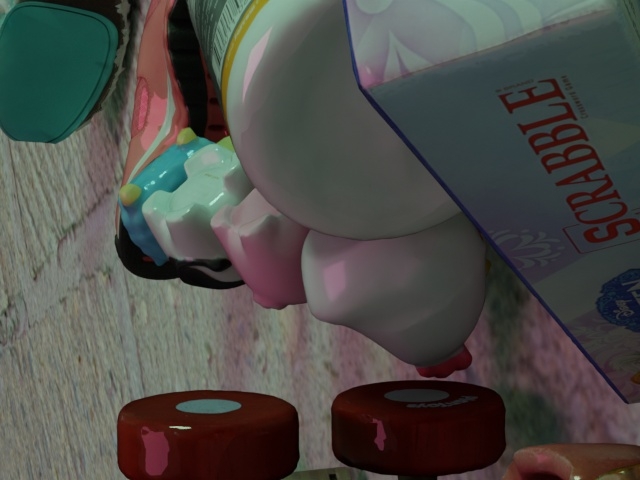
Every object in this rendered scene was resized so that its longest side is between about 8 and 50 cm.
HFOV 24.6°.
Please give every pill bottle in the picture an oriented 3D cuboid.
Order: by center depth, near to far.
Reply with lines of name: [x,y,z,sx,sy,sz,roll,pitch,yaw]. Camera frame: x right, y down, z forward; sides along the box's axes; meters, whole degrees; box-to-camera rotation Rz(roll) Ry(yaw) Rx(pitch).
pill bottle: [0.008,-0.133,0.831,0.278,0.162,0.162,-111,25,-57]

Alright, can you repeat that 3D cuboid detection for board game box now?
board game box: [0.074,-0.133,0.512,0.319,0.066,0.318,42,-143,-60]

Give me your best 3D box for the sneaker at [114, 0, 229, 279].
sneaker: [-0.100,-0.112,1.207,0.136,0.116,0.314,-112,33,-53]

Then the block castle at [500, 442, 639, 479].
block castle: [0.217,0.159,0.401,0.453,0.213,0.303,141,120,-63]

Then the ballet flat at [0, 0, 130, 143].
ballet flat: [-0.242,-0.275,1.469,0.147,0.147,0.409,65,147,36]

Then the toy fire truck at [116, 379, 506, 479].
toy fire truck: [0.021,0.177,0.750,0.254,0.302,0.169,-168,77,-69]

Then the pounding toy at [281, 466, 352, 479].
pounding toy: [-0.021,0.246,1.121,0.181,0.094,0.206,101,160,-45]

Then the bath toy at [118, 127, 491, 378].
bath toy: [0.000,0.000,0.960,0.129,0.151,0.348,55,164,-26]
